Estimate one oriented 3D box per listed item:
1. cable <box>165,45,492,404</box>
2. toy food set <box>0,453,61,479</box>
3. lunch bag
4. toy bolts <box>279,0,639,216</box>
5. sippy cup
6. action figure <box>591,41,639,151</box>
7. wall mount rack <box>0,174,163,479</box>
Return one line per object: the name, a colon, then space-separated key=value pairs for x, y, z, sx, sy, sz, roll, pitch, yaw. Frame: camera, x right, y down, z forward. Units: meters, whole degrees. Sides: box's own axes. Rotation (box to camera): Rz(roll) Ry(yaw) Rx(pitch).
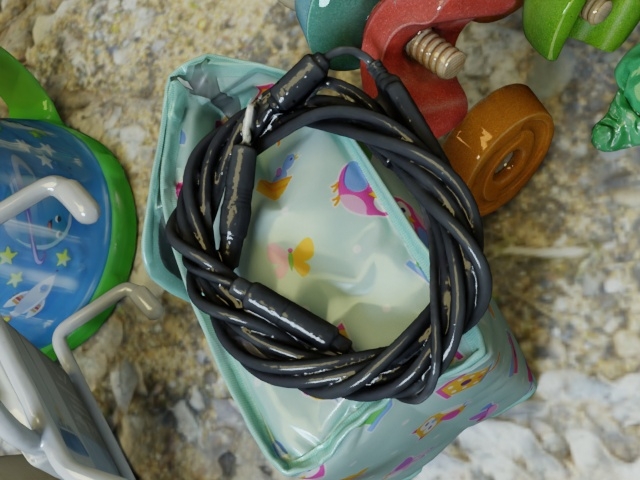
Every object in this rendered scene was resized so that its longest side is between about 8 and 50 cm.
cable: x=0.000 y=0.000 z=0.419 sx=0.151 sy=0.047 sz=0.184 roll=-29 pitch=71 yaw=9
toy food set: x=-0.187 y=0.269 z=0.609 sx=0.306 sy=0.220 sz=0.092 roll=38 pitch=97 yaw=26
lunch bag: x=0.003 y=0.018 z=0.561 sx=0.160 sy=0.223 sz=0.262 roll=-37 pitch=66 yaw=7
toy bolts: x=0.066 y=-0.135 z=0.553 sx=0.158 sy=0.228 sz=0.218 roll=45 pitch=129 yaw=30
sippy cup: x=-0.318 y=-0.016 z=0.725 sx=0.240 sy=0.224 sz=0.305 roll=-42 pitch=65 yaw=12
action figure: x=0.281 y=-0.122 z=0.542 sx=0.232 sy=0.063 sz=0.137 roll=-28 pitch=71 yaw=15
wall mount rack: x=-0.115 y=0.127 z=0.575 sx=0.130 sy=0.350 sz=0.304 roll=-32 pitch=69 yaw=-11
